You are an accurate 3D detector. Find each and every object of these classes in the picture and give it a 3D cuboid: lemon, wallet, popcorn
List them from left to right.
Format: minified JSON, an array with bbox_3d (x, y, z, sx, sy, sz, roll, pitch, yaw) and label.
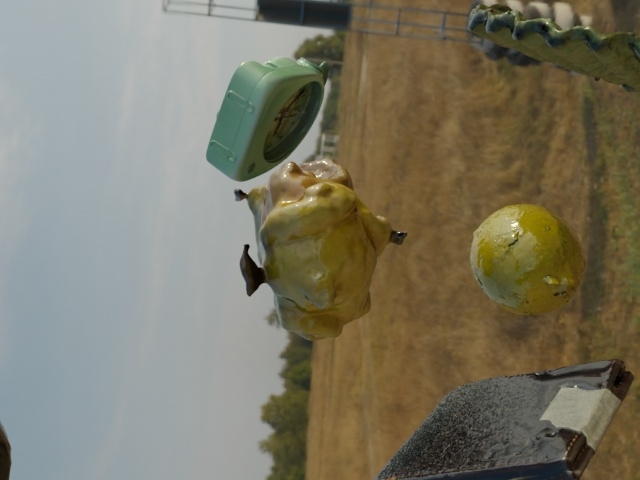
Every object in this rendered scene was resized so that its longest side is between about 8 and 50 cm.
[{"bbox_3d":[0.000,0.000,1.266,0.297,0.281,0.315,95,172,-61],"label":"popcorn"},{"bbox_3d":[0.189,0.213,0.842,0.221,0.262,0.071,-26,-90,-51],"label":"wallet"},{"bbox_3d":[0.323,0.032,1.207,0.206,0.173,0.173,-133,46,-62],"label":"lemon"}]

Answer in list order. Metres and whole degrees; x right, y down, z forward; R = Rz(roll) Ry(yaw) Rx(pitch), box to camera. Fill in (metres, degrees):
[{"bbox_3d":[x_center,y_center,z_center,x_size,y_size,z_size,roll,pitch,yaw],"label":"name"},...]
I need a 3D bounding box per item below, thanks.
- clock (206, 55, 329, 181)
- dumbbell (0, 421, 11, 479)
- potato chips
[{"bbox_3d":[-0.056,-0.158,0.960,0.188,0.060,0.148,-32,-27,-55],"label":"clock"},{"bbox_3d":[-0.324,0.077,0.381,0.203,0.204,0.322,-83,-21,-44],"label":"dumbbell"},{"bbox_3d":[0.385,-0.286,1.160,0.429,0.358,0.070,-5,-60,-58],"label":"potato chips"}]
